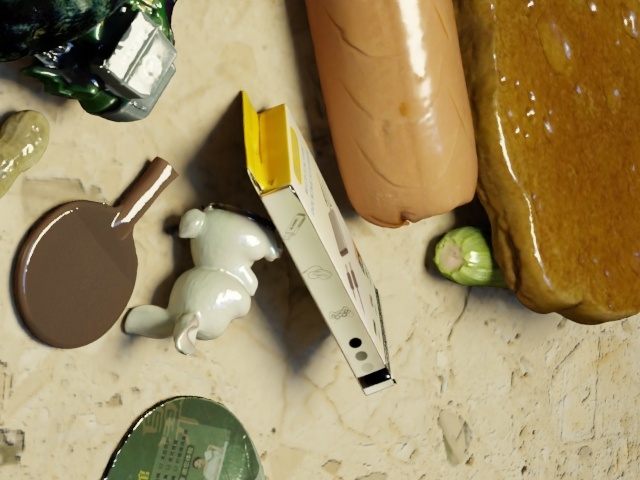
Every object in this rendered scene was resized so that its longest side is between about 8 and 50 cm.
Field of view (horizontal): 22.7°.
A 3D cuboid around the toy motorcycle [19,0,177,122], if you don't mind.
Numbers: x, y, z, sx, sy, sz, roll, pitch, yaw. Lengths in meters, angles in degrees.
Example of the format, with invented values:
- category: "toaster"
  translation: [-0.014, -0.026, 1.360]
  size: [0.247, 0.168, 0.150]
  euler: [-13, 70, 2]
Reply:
- category: "toy motorcycle"
  translation: [-0.106, -0.199, 1.143]
  size: [0.187, 0.125, 0.274]
  euler: [42, 68, -33]

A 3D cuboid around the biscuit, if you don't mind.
- category: "biscuit"
  translation: [0.241, -0.113, 1.536]
  size: [0.381, 0.074, 0.359]
  euler: [57, 46, -19]

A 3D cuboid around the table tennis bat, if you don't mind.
- category: "table tennis bat"
  translation: [-0.127, 0.011, 1.152]
  size: [0.170, 0.119, 0.107]
  euler: [-54, 132, -24]

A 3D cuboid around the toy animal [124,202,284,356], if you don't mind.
- category: "toy animal"
  translation: [-0.085, 0.035, 1.238]
  size: [0.085, 0.071, 0.124]
  euler: [31, 74, -47]

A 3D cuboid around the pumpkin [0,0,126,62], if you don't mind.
- category: "pumpkin"
  translation: [-0.203, -0.225, 0.967]
  size: [0.233, 0.163, 0.233]
  euler: [-2, 97, -15]

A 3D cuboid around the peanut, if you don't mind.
- category: "peanut"
  translation: [-0.218, -0.058, 1.102]
  size: [0.083, 0.037, 0.037]
  euler: [-48, 129, -25]

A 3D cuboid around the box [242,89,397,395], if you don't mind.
- category: "box"
  translation: [0.000, 0.000, 1.301]
  size: [0.129, 0.033, 0.247]
  euler: [-96, 163, -54]

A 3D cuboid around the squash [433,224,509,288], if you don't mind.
- category: "squash"
  translation: [0.193, 0.019, 1.549]
  size: [0.229, 0.066, 0.066]
  euler: [5, 93, -48]

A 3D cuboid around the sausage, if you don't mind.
- category: "sausage"
  translation: [0.056, -0.154, 1.324]
  size: [0.121, 0.121, 0.304]
  euler: [-31, 118, -41]

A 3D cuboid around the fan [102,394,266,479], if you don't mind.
- category: "fan"
  translation: [-0.099, 0.269, 1.309]
  size: [0.223, 0.012, 0.294]
  euler: [-55, 131, -26]
